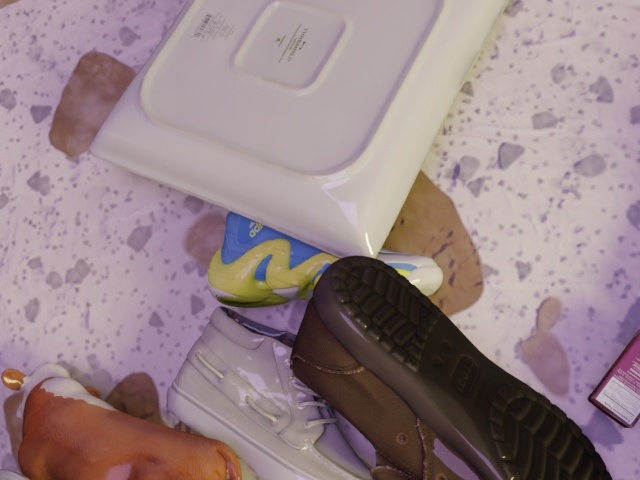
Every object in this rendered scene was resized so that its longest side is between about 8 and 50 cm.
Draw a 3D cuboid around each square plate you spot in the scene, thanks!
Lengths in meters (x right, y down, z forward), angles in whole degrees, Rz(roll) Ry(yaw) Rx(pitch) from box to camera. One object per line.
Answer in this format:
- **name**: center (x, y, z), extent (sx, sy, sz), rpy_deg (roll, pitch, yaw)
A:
- **square plate**: center (-0.027, -0.185, 0.806), extent (0.344, 0.049, 0.347), rpy_deg (22, 72, 21)

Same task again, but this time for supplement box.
- **supplement box**: center (0.280, 0.121, 0.696), extent (0.043, 0.055, 0.083), rpy_deg (37, 90, 19)

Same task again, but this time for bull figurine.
- **bull figurine**: center (-0.215, 0.230, 0.747), extent (0.310, 0.101, 0.189), rpy_deg (8, 79, 32)

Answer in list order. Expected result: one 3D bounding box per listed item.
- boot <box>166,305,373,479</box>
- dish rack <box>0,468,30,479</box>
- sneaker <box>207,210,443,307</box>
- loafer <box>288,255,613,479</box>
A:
- **boot**: center (-0.022, 0.158, 0.744), extent (0.258, 0.095, 0.123), rpy_deg (26, 91, 19)
- **dish rack**: center (-0.245, 0.389, 0.675), extent (0.285, 0.072, 0.333), rpy_deg (38, 122, 14)
- **sneaker**: center (0.000, 0.000, 0.777), extent (0.240, 0.091, 0.126), rpy_deg (-2, 77, 15)
- **loafer**: center (0.117, 0.174, 0.687), extent (0.366, 0.134, 0.130), rpy_deg (47, 128, 6)
